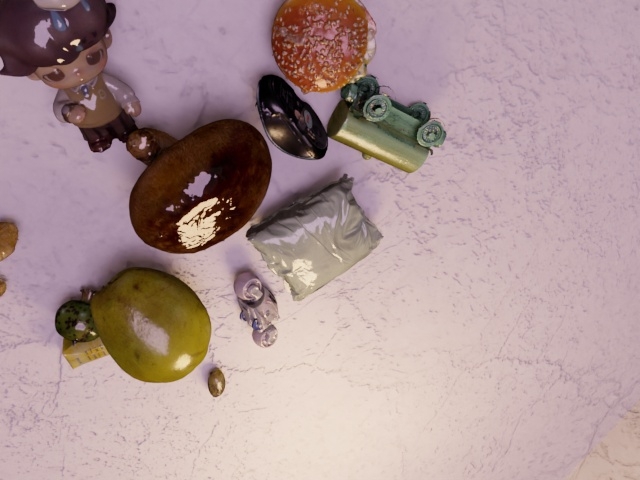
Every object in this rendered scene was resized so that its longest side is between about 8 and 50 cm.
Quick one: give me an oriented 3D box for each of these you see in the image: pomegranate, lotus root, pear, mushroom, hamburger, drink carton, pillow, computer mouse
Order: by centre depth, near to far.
[{"bbox_3d":[0.006,-0.430,1.259,0.236,0.147,0.237,-7,120,-12],"label":"hamburger"},{"bbox_3d":[-0.258,-0.107,1.306,0.344,0.239,0.345,-9,156,-4],"label":"mushroom"},{"bbox_3d":[-0.075,-0.269,1.342,0.096,0.137,0.233,-29,129,24],"label":"computer mouse"},{"bbox_3d":[-0.409,0.202,1.440,0.253,0.253,0.307,-38,115,6],"label":"pear"},{"bbox_3d":[-0.586,0.180,1.458,0.122,0.122,0.162,27,74,-30],"label":"pomegranate"},{"bbox_3d":[0.000,0.000,1.523,0.309,0.138,0.283,-32,130,-3],"label":"pillow"},{"bbox_3d":[-0.557,0.261,1.530,0.199,0.074,0.084,-19,125,-6],"label":"drink carton"},{"bbox_3d":[-0.303,0.421,1.725,0.049,0.054,0.099,6,119,2],"label":"lotus root"}]

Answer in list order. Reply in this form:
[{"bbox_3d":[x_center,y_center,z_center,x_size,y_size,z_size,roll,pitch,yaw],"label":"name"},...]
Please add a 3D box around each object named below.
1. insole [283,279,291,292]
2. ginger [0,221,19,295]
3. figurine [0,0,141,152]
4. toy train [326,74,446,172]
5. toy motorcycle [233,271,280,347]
[{"bbox_3d":[-0.067,0.063,1.618,0.065,0.004,0.197,-2,120,-18],"label":"insole"},{"bbox_3d":[-0.799,0.039,1.314,0.236,0.166,0.376,-45,159,-31],"label":"ginger"},{"bbox_3d":[-0.474,-0.323,1.125,0.218,0.206,0.365,-12,125,3],"label":"figurine"},{"bbox_3d":[0.161,-0.267,1.422,0.307,0.126,0.190,19,113,-28],"label":"toy train"},{"bbox_3d":[-0.165,0.185,1.615,0.112,0.112,0.254,-18,125,-7],"label":"toy motorcycle"}]
